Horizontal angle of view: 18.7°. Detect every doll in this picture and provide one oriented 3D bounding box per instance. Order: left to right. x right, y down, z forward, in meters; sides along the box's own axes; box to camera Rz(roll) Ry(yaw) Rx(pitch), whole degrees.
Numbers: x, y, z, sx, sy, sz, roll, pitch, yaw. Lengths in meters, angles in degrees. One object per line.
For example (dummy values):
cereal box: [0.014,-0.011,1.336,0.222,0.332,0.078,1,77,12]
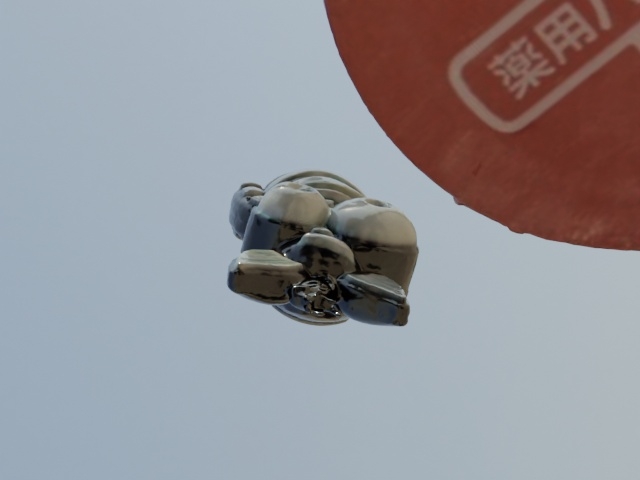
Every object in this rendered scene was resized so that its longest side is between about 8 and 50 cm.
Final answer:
doll: [0.000,0.000,0.960,0.219,0.091,0.067,-100,25,-77]

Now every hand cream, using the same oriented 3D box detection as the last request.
hand cream: [0.086,-0.106,0.524,0.125,0.193,0.193,-101,9,-60]
